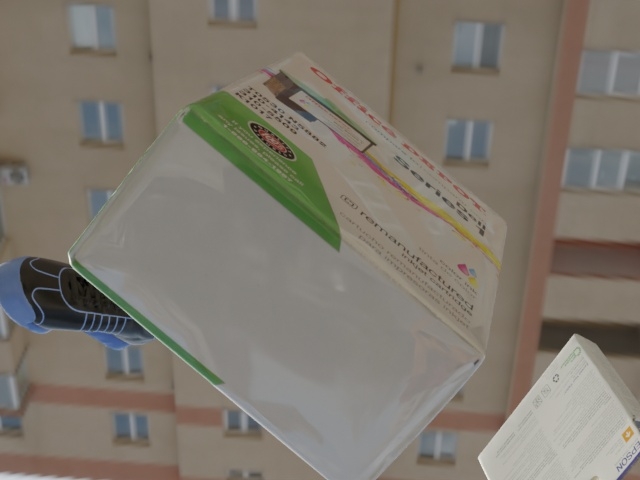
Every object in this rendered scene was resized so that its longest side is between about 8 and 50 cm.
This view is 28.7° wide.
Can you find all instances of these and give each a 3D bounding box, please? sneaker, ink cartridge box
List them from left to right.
[{"bbox_3d":[-0.230,0.057,1.289,0.090,0.232,0.081,-20,-111,22],"label":"sneaker"},{"bbox_3d":[0.000,0.000,0.769,0.201,0.117,0.278,40,-162,-1],"label":"ink cartridge box"},{"bbox_3d":[0.300,0.262,1.517,0.045,0.223,0.224,24,-157,-25],"label":"ink cartridge box"}]
